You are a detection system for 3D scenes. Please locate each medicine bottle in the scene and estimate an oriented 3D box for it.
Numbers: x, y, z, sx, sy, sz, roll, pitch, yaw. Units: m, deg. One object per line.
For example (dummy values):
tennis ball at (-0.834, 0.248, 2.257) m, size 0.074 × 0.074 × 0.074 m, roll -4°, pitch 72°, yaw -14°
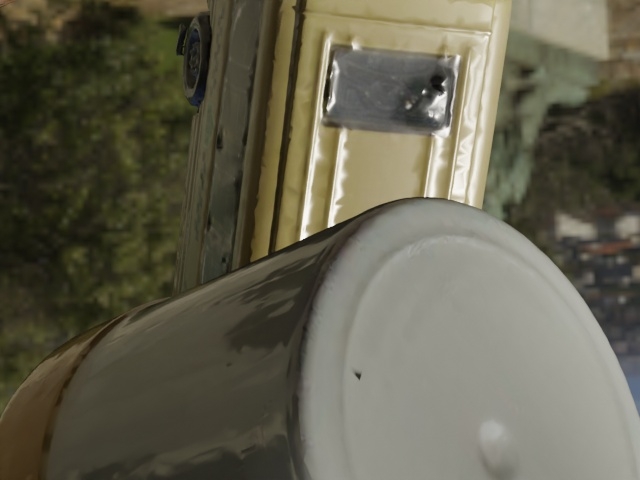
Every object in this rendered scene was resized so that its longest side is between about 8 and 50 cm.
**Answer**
medicine bottle at (-0.001, 0.124, 0.739) m, size 0.238 × 0.238 × 0.232 m, roll 5°, pitch 159°, yaw -45°

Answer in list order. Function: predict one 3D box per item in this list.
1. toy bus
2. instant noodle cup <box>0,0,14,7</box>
toy bus at (0.000, 0.000, 0.986) m, size 0.177 × 0.365 × 0.202 m, roll 3°, pitch -167°, yaw -18°
instant noodle cup at (-0.192, -0.192, 0.742) m, size 0.207 × 0.217 × 0.217 m, roll -25°, pitch 163°, yaw 28°
